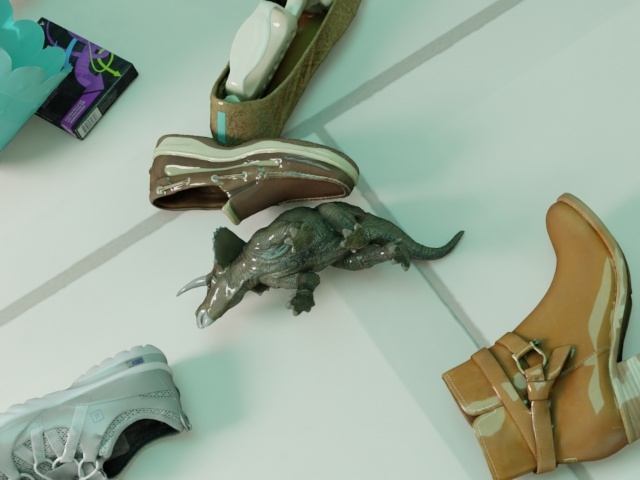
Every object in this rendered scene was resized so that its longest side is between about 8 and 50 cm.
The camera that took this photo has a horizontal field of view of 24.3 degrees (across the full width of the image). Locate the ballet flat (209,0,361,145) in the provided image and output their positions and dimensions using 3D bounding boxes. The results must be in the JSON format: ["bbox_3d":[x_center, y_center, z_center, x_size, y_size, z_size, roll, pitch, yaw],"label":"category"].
[{"bbox_3d":[-0.042,-0.260,1.778,0.116,0.124,0.342,21,67,22],"label":"ballet flat"}]

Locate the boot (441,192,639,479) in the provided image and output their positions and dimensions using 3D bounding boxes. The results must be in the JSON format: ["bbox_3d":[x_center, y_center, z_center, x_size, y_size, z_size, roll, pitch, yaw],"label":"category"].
[{"bbox_3d":[0.228,0.102,1.535,0.220,0.109,0.283,-23,66,4],"label":"boot"}]

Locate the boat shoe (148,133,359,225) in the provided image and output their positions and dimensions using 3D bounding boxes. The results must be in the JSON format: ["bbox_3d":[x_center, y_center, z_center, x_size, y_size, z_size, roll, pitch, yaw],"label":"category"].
[{"bbox_3d":[-0.080,-0.058,1.698,0.257,0.095,0.095,4,66,28],"label":"boat shoe"}]

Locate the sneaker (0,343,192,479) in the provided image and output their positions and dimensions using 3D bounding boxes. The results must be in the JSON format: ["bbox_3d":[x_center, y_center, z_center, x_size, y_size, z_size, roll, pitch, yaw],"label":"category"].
[{"bbox_3d":[-0.267,0.222,1.569,0.281,0.105,0.115,-33,59,-7],"label":"sneaker"}]

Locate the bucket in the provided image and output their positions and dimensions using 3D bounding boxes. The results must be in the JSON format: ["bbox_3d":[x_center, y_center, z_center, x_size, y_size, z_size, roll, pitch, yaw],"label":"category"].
[{"bbox_3d":[-0.452,-0.209,1.749,0.183,0.281,0.281,-50,60,9],"label":"bucket"}]

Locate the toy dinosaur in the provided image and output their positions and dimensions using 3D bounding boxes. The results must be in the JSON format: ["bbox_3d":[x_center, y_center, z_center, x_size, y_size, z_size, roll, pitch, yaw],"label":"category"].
[{"bbox_3d":[0.000,0.000,1.621,0.313,0.121,0.160,-22,24,-15],"label":"toy dinosaur"}]

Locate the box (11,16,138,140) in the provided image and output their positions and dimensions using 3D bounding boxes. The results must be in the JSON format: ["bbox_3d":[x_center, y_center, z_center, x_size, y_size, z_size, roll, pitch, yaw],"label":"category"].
[{"bbox_3d":[-0.325,-0.205,1.870,0.162,0.029,0.116,28,70,27],"label":"box"}]
